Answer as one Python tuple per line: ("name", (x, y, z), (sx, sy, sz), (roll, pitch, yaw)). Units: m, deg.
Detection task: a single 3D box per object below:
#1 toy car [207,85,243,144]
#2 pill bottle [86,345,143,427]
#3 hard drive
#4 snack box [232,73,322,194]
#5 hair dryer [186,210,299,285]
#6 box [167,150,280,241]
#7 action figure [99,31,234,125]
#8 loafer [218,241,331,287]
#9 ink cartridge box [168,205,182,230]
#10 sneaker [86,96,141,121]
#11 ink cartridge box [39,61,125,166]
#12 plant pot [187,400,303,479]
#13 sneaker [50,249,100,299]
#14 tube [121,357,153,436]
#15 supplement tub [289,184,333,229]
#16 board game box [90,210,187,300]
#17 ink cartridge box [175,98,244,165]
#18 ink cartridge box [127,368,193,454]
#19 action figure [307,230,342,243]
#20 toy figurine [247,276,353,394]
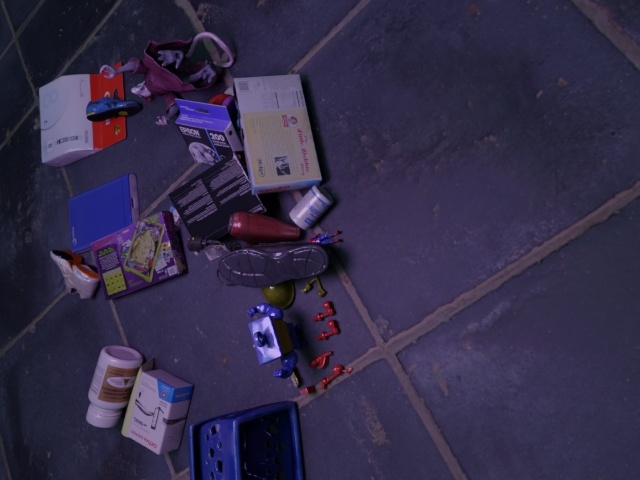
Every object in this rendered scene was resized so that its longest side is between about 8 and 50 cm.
("toy car", (-0.252, -0.372, 1.462), (0.181, 0.136, 0.159), (22, 95, 30))
("pill bottle", (-0.659, 0.463, 1.595), (0.131, 0.131, 0.230), (20, 94, 30))
("hard drive", (-0.768, -0.091, 1.774), (0.318, 0.040, 0.211), (-15, 77, 27))
("snack box", (-0.120, -0.291, 1.362), (0.186, 0.060, 0.322), (-8, 76, -15))
("hair dryer", (-0.194, 0.008, 1.381), (0.293, 0.224, 0.080), (-19, 50, 14))
("box", (-0.276, -0.115, 1.435), (0.261, 0.103, 0.185), (-26, 91, 24))
("action figure", (-0.497, -0.537, 1.591), (0.370, 0.248, 0.276), (0, 48, 53))
("loafer", (-0.114, 0.056, 1.308), (0.302, 0.095, 0.109), (-6, 105, 17))
("ink cartridge box", (-0.471, -0.063, 1.610), (0.048, 0.028, 0.083), (30, 99, 28))
("sneaker", (-0.729, -0.476, 1.765), (0.209, 0.069, 0.082), (-6, 76, 13))
("ink cartridge box", (-0.888, -0.472, 1.862), (0.384, 0.091, 0.309), (-13, 78, 29))
("plant pot", (-0.200, 0.548, 1.275), (0.212, 0.235, 0.236), (-15, 77, 34))
("sneaker", (-0.889, 0.122, 1.789), (0.262, 0.099, 0.121), (28, 102, 30))
("tube", (-0.566, 0.492, 1.571), (0.070, 0.062, 0.241), (19, 96, 52))
("supplement tub", (-0.024, -0.088, 1.337), (0.107, 0.071, 0.071), (-47, 64, 17))
("board game box", (-0.597, 0.054, 1.636), (0.346, 0.056, 0.209), (-18, 90, 27))
("ink cartridge box", (-0.325, -0.305, 1.467), (0.206, 0.208, 0.045), (16, 54, 30))
("ink cartridge box", (-0.484, 0.513, 1.515), (0.148, 0.085, 0.203), (13, 90, 30))
("action figure", (0.000, 0.000, 1.339), (0.115, 0.030, 0.038), (-15, 82, 29))
("toy figurine", (-0.092, 0.208, 1.256), (0.191, 0.217, 0.363), (-25, 73, 25))
